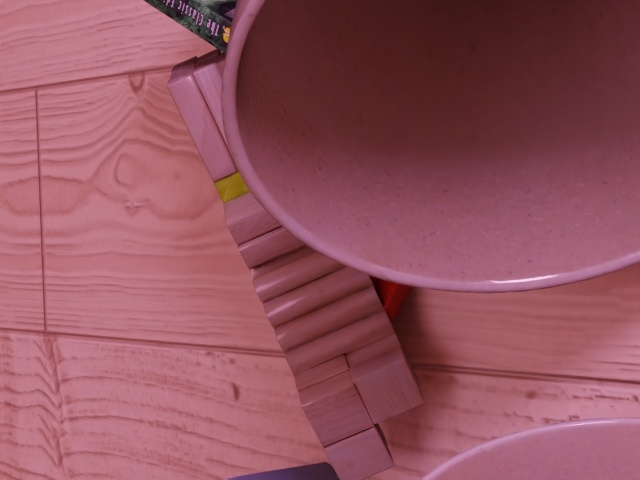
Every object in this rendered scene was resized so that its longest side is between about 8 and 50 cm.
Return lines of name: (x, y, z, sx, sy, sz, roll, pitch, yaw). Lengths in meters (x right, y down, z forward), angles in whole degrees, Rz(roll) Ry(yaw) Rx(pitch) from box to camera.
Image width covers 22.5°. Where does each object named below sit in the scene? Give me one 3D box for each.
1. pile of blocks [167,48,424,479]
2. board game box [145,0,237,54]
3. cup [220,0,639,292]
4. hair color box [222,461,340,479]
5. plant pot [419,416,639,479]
pile of blocks: (0.000, 0.000, 1.239, 0.113, 0.149, 0.362, -23, 81, 4)
board game box: (-0.036, -0.163, 1.225, 0.260, 0.136, 0.030, 37, 122, 43)
cup: (0.104, -0.163, 0.958, 0.331, 0.331, 0.237, -51, 31, 39)
hair color box: (-0.041, 0.385, 1.286, 0.185, 0.114, 0.374, 43, 123, 40)
plant pot: (0.178, 0.284, 0.945, 0.256, 0.256, 0.274, 19, 123, 48)
